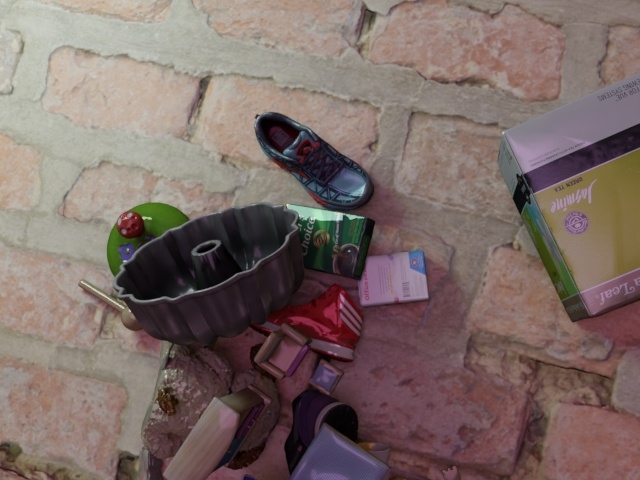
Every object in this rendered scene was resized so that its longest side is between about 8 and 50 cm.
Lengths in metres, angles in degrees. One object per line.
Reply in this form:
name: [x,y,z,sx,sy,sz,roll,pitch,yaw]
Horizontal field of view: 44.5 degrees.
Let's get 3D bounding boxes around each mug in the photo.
mug: [0.086,0.390,1.368,0.062,0.078,0.064,0,91,-25]

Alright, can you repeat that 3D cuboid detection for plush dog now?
plush dog: [-0.178,0.280,1.371,0.225,0.210,0.262,14,86,-15]

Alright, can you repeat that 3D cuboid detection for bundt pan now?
bundt pan: [-0.173,0.063,1.322,0.330,0.331,0.124,-15,115,7]

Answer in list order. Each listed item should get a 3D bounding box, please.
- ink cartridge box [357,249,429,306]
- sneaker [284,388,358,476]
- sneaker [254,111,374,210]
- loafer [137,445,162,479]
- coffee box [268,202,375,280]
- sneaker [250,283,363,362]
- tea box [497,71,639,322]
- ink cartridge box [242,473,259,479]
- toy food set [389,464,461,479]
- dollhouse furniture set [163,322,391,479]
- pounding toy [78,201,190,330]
ink cartridge box: [0.129,0.070,1.401,0.122,0.052,0.089,-6,81,8]
sneaker: [-0.008,0.399,1.369,0.124,0.107,0.283,18,103,51]
sneaker: [-0.023,-0.144,1.420,0.262,0.125,0.104,34,89,13]
loafer: [-0.316,0.439,1.435,0.039,0.045,0.125,-7,76,42]
coffee box: [0.000,0.000,1.411,0.184,0.040,0.113,13,85,31]
sneaker: [-0.028,0.129,1.415,0.221,0.087,0.128,21,77,0]
tea box: [0.506,-0.076,1.272,0.329,0.220,0.324,-23,78,6]
ink cartridge box: [-0.068,0.528,1.314,0.223,0.045,0.224,26,122,13]
toy food set: [0.161,0.470,1.351,0.192,0.038,0.132,-19,86,1]
dollhouse furniture set: [-0.021,0.328,1.175,0.303,0.198,0.286,34,92,10]
pounding toy: [-0.345,0.033,1.459,0.183,0.110,0.237,35,89,13]
